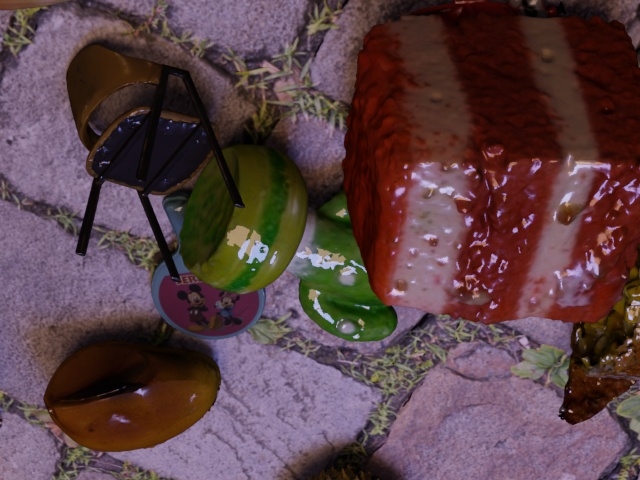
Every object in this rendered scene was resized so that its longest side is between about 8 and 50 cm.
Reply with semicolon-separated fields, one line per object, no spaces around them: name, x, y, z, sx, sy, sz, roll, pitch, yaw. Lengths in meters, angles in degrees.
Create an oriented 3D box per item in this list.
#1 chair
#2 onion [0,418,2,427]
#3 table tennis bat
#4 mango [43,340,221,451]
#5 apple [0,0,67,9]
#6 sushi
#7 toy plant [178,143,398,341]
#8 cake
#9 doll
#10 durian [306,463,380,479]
chair;-0.213;-0.107;1.830;0.172;0.247;0.159;17;135;-30
onion;-0.569;0.218;2.084;0.273;0.285;0.273;7;102;34
table tennis bat;-0.158;0.037;2.014;0.153;0.040;0.244;-7;127;10
mango;-0.251;0.209;2.079;0.236;0.136;0.166;-12;136;6
apple;-0.329;-0.416;1.510;0.347;0.391;0.391;-12;132;-35
sushi;0.386;0.086;1.940;0.179;0.167;0.296;7;136;-19
toy plant;0.000;0.000;1.917;0.316;0.184;0.224;20;106;-26
cake;0.195;-0.078;1.724;0.320;0.270;0.269;0;135;-7
doll;0.200;-0.250;1.779;0.169;0.057;0.109;-19;122;17
durian;0.038;0.419;2.197;0.183;0.138;0.249;38;121;20
